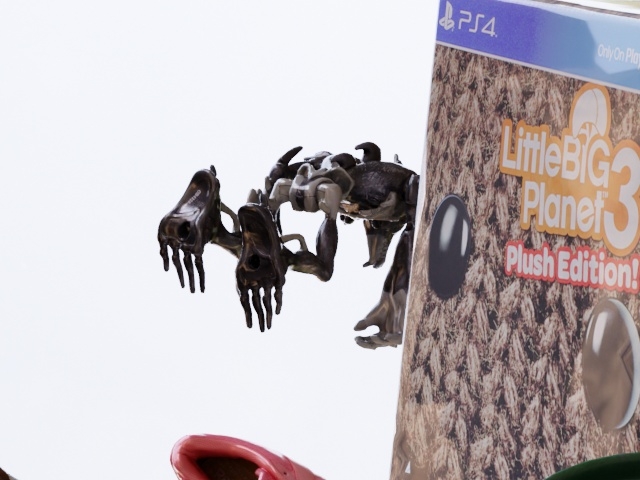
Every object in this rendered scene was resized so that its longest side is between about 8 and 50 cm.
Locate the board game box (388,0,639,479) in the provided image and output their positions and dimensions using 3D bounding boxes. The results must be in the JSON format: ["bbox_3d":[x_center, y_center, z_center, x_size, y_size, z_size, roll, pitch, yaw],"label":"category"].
[{"bbox_3d":[0.145,0.045,0.743,0.141,0.232,0.291,1,-79,-20],"label":"board game box"}]

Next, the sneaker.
[{"bbox_3d":[-0.020,0.276,1.639,0.116,0.314,0.136,-61,-24,-11],"label":"sneaker"}]

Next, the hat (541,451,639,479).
[{"bbox_3d":[0.133,0.120,0.319,0.173,0.183,0.208,3,-112,-29],"label":"hat"}]

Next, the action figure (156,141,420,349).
[{"bbox_3d":[0.000,0.000,1.283,0.276,0.164,0.141,-14,-63,-54],"label":"action figure"}]

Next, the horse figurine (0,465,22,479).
[{"bbox_3d":[-0.164,0.208,0.664,0.174,0.066,0.263,47,-121,-13],"label":"horse figurine"}]
